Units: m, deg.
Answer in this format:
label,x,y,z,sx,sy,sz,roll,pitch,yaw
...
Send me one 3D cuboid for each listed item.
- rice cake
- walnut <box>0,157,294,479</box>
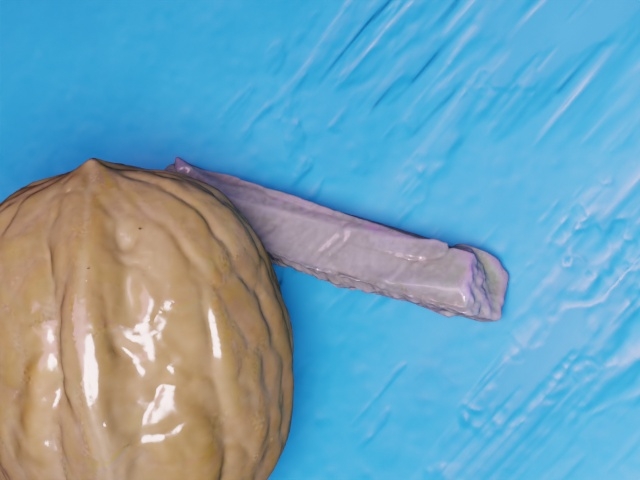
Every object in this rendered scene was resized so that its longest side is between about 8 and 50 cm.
label,x,y,z,sx,sy,sz,roll,pitch,yaw
rice cake,0.000,0.000,1.194,0.270,0.049,0.055,16,81,24
walnut,-0.127,0.073,1.151,0.225,0.225,0.261,0,105,24
